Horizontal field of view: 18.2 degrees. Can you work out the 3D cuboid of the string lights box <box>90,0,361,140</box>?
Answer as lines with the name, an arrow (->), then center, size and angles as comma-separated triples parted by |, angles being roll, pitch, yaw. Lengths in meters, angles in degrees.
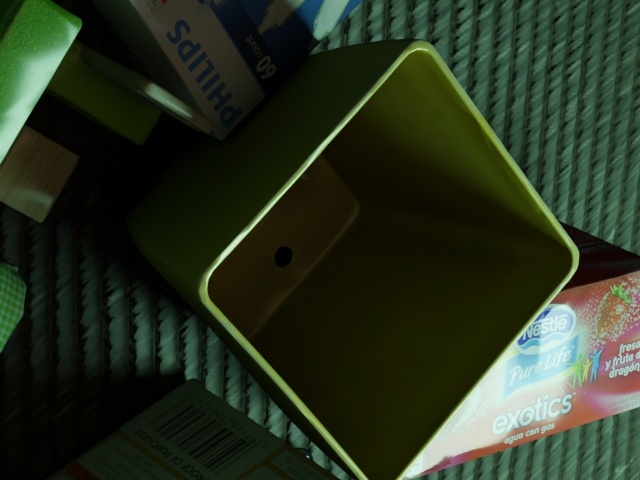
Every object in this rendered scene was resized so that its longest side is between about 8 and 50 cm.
string lights box -> -0.024, -0.205, 1.281 | 0.260, 0.076, 0.133 | -46, 132, -15

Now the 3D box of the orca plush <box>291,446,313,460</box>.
orca plush -> 0.004, 0.254, 1.486 | 0.287, 0.102, 0.151 | 37, 83, -43

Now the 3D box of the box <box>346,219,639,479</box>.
box -> 0.118, 0.074, 1.486 | 0.256, 0.128, 0.123 | -12, 116, -36

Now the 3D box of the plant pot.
plant pot -> 0.000, 0.000, 1.303 | 0.212, 0.187, 0.212 | -48, 123, -14

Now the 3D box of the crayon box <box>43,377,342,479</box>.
crayon box -> -0.143, 0.239, 1.288 | 0.323, 0.203, 0.083 | -33, 127, -24

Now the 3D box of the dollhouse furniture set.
dollhouse furniture set -> -0.213, 0.011, 1.165 | 0.197, 0.151, 0.302 | 33, 87, -43
